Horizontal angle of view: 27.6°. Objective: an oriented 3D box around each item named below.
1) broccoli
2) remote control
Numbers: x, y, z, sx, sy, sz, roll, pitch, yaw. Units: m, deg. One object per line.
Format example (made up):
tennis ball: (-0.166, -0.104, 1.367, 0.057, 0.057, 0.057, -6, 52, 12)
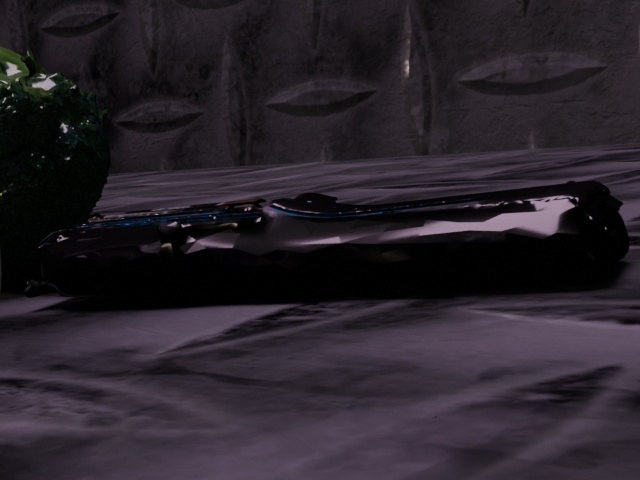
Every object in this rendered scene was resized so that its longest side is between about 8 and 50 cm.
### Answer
broccoli: (-0.304, -0.071, 1.060, 0.265, 0.245, 0.294, -32, -5, -33)
remote control: (0.000, 0.000, 0.872, 0.399, 0.062, 0.144, -4, 6, 21)
